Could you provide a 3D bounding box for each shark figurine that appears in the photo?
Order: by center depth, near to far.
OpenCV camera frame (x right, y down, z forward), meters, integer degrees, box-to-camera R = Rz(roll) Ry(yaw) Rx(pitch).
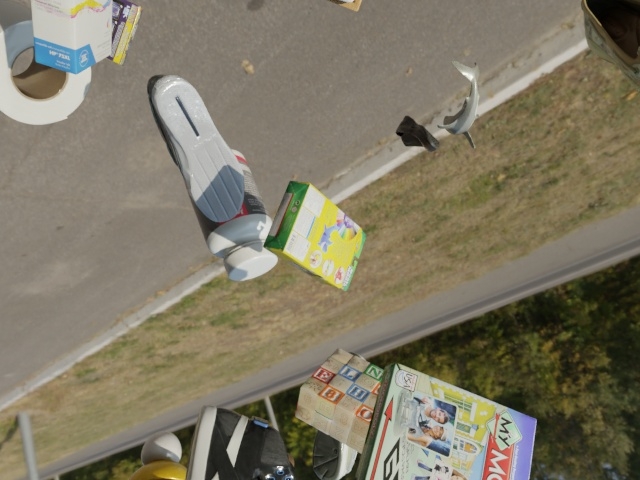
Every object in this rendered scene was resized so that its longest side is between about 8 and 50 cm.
[{"bbox_3d":[0.391,-0.367,1.440,0.116,0.166,0.278,-11,156,-6],"label":"shark figurine"}]

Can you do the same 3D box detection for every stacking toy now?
[{"bbox_3d":[-0.442,0.738,1.373,0.350,0.480,0.351,-6,120,-11],"label":"stacking toy"}]

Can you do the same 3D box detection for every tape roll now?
[{"bbox_3d":[-0.702,-0.420,1.188,0.246,0.169,0.246,-41,150,-30],"label":"tape roll"}]

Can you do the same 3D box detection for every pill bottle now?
[{"bbox_3d":[-0.226,-0.064,1.296,0.176,0.319,0.176,-22,159,-9],"label":"pill bottle"}]

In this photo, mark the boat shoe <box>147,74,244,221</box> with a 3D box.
[{"bbox_3d":[-0.252,-0.194,1.044,0.121,0.119,0.335,-28,130,-16],"label":"boat shoe"}]

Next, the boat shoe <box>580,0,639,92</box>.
[{"bbox_3d":[0.494,-0.304,0.765,0.104,0.285,0.089,-42,128,16],"label":"boat shoe"}]

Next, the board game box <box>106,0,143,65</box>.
[{"bbox_3d":[-0.593,-0.596,1.396,0.141,0.170,0.048,22,-173,-13],"label":"board game box"}]

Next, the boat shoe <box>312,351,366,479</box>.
[{"bbox_3d":[0.063,0.437,1.258,0.118,0.321,0.103,8,178,38],"label":"boat shoe"}]

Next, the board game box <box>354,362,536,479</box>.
[{"bbox_3d":[0.141,0.340,0.617,0.213,0.317,0.046,22,154,-4],"label":"board game box"}]

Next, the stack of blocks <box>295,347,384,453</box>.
[{"bbox_3d":[0.119,0.365,1.071,0.171,0.297,0.087,-31,138,-55],"label":"stack of blocks"}]

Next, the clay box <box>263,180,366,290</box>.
[{"bbox_3d":[0.000,0.000,0.910,0.053,0.128,0.222,12,164,36],"label":"clay box"}]

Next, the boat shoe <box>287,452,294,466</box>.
[{"bbox_3d":[-0.153,0.569,1.072,0.095,0.258,0.095,35,153,-24],"label":"boat shoe"}]

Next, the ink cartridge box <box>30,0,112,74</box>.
[{"bbox_3d":[-0.421,-0.423,0.858,0.078,0.134,0.231,18,127,-3],"label":"ink cartridge box"}]

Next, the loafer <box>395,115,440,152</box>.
[{"bbox_3d":[0.300,-0.318,1.569,0.080,0.220,0.078,36,105,-28],"label":"loafer"}]

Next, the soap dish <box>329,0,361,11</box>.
[{"bbox_3d":[0.008,-0.730,1.237,0.118,0.290,0.229,-46,159,-62],"label":"soap dish"}]

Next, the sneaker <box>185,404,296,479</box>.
[{"bbox_3d":[-0.085,0.280,0.522,0.121,0.217,0.079,13,134,-11],"label":"sneaker"}]
